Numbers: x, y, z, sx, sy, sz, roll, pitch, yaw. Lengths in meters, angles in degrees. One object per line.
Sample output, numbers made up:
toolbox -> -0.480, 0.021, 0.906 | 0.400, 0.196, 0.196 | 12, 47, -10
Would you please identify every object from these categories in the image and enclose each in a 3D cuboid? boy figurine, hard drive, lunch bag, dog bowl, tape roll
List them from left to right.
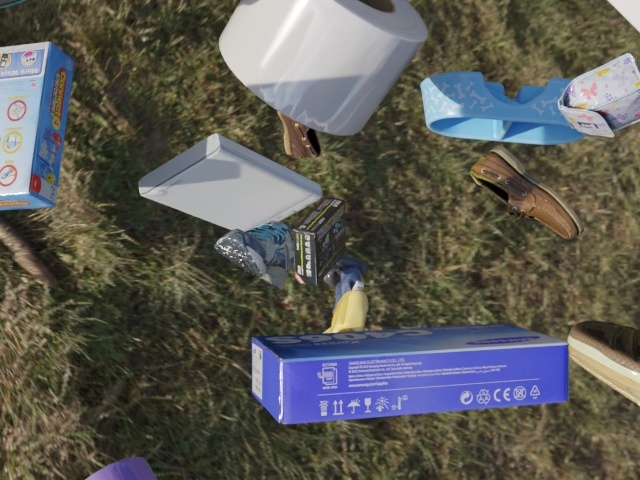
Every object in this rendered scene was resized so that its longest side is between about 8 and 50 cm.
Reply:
tape roll -> -0.420, 0.533, 1.792 | 0.189, 0.189, 0.080 | -28, 61, -21
hard drive -> -0.191, -0.112, 1.940 | 0.353, 0.233, 0.047 | 23, 48, -50
tape roll -> 0.004, -0.287, 1.217 | 0.246, 0.246, 0.169 | 24, 122, -21
boy figurine -> 0.046, 0.172, 1.899 | 0.092, 0.177, 0.285 | 21, 42, -13
dog bowl -> 0.314, -0.219, 1.482 | 0.297, 0.166, 0.074 | 6, 82, 4
lunch bag -> 0.287, -0.139, 0.883 | 0.071, 0.083, 0.053 | 30, 43, -56

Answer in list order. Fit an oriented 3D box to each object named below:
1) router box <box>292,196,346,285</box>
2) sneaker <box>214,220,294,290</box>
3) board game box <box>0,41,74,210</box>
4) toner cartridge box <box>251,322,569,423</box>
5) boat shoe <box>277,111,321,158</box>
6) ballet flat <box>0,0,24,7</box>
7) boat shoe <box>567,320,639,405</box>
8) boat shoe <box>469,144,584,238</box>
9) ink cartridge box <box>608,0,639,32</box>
router box -> 0.000, 0.000, 1.349 | 0.122, 0.038, 0.092 | -48, 143, -53
sneaker -> -0.120, 0.006, 1.751 | 0.110, 0.283, 0.122 | 27, 84, 16
board game box -> -0.640, -0.211, 1.671 | 0.308, 0.086, 0.302 | -2, 75, 17
toner cartridge box -> 0.102, 0.153, 1.049 | 0.347, 0.165, 0.075 | -1, 94, -16
boat shoe -> -0.039, -0.246, 1.741 | 0.073, 0.207, 0.073 | 12, 56, 19
ballet flat -> -0.415, -0.289, 0.933 | 0.280, 0.096, 0.095 | -11, 76, 2
boat shoe -> 0.276, 0.127, 0.678 | 0.068, 0.190, 0.072 | -22, 129, -47
boat shoe -> 0.491, -0.095, 2.110 | 0.104, 0.111, 0.307 | -38, 61, -10
ink cartridge box -> 0.368, -0.371, 0.990 | 0.237, 0.172, 0.100 | 40, 62, -9
